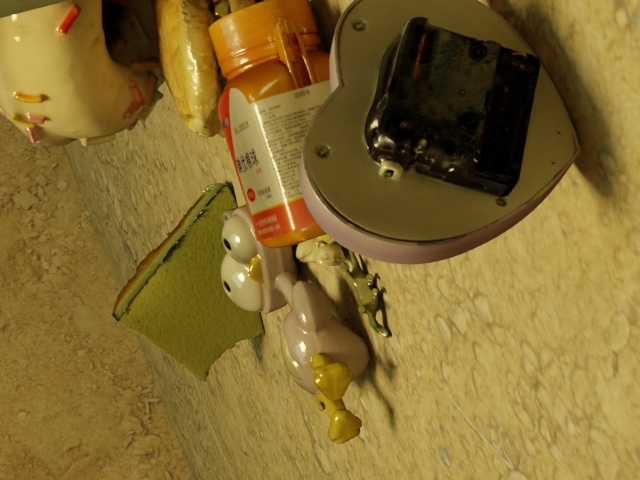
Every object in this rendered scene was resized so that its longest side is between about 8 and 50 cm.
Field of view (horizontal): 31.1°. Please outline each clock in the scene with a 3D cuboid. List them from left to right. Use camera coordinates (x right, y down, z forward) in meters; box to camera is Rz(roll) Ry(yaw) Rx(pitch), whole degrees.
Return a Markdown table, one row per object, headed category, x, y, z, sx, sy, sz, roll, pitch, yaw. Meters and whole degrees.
| category | x | y | z | sx | sy | sz | roll | pitch | yaw |
| --- | --- | --- | --- | --- | --- | --- | --- | --- | --- |
| clock | 0.082 | -0.078 | 0.730 | 0.064 | 0.172 | 0.198 | 105 | -179 | -65 |

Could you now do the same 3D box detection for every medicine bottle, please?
| category | x | y | z | sx | sy | sz | roll | pitch | yaw |
| --- | --- | --- | --- | --- | --- | --- | --- | --- | --- |
| medicine bottle | -0.027 | -0.112 | 1.102 | 0.149 | 0.112 | 0.222 | 167 | 85 | -73 |

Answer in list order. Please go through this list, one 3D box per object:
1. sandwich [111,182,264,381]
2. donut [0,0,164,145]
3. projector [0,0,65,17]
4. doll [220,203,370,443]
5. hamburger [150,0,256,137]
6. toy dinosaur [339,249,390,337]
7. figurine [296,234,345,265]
| category | x | y | z | sx | sy | sz | roll | pitch | yaw |
| --- | --- | --- | --- | --- | --- | --- | --- | --- | --- |
| sandwich | -0.155 | 0.068 | 1.675 | 0.212 | 0.245 | 0.063 | 42 | 175 | -32 |
| donut | -0.271 | -0.289 | 1.370 | 0.382 | 0.142 | 0.383 | 10 | -90 | -75 |
| projector | -0.194 | -0.288 | 1.069 | 0.108 | 0.337 | 0.108 | 52 | 153 | 41 |
| doll | -0.038 | 0.071 | 1.345 | 0.365 | 0.094 | 0.160 | 51 | 158 | 45 |
| hamburger | -0.128 | -0.215 | 1.317 | 0.214 | 0.108 | 0.214 | 162 | 90 | -71 |
| toy dinosaur | 0.042 | 0.046 | 1.201 | 0.060 | 0.029 | 0.120 | 69 | 177 | -63 |
| figurine | 0.000 | 0.000 | 1.254 | 0.083 | 0.047 | 0.051 | -167 | 71 | -65 |
